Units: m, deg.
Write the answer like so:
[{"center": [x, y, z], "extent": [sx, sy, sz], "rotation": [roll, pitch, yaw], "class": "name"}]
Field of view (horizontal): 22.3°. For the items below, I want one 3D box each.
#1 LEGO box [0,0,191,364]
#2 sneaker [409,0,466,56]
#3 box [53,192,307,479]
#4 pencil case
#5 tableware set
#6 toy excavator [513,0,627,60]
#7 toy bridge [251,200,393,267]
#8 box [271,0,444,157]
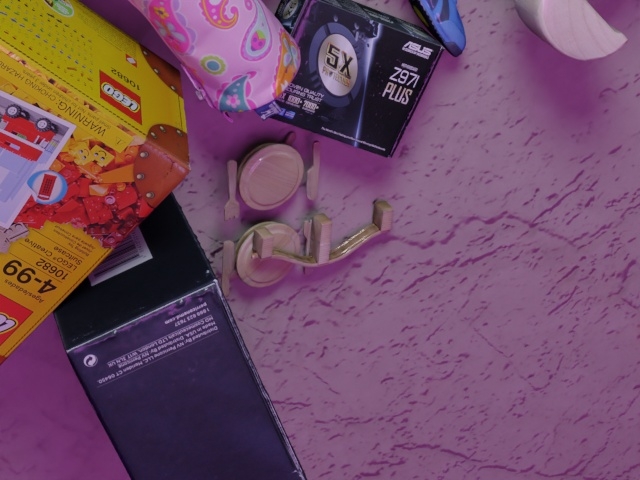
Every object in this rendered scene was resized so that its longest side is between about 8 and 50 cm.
[{"center": [-0.440, -0.130, 1.625], "extent": [0.500, 0.193, 0.372], "rotation": [33, 116, -29], "class": "LEGO box"}, {"center": [0.129, -0.303, 1.836], "extent": [0.082, 0.069, 0.209], "rotation": [-35, 120, -3], "class": "sneaker"}, {"center": [-0.175, 0.132, 1.824], "extent": [0.183, 0.296, 0.294], "rotation": [-26, 120, -5], "class": "box"}, {"center": [-0.136, -0.249, 1.676], "extent": [0.124, 0.124, 0.284], "rotation": [-39, 127, 4], "class": "pencil case"}, {"center": [-0.066, -0.034, 1.924], "extent": [0.128, 0.039, 0.194], "rotation": [-14, 126, -28], "class": "tableware set"}, {"center": [0.475, -0.380, 1.816], "extent": [0.445, 0.222, 0.433], "rotation": [13, 110, -22], "class": "toy excavator"}, {"center": [0.000, 0.000, 1.946], "extent": [0.188, 0.026, 0.063], "rotation": [-13, 127, -27], "class": "toy bridge"}, {"center": [0.025, -0.195, 1.851], "extent": [0.180, 0.077, 0.147], "rotation": [18, 108, -24], "class": "box"}]
